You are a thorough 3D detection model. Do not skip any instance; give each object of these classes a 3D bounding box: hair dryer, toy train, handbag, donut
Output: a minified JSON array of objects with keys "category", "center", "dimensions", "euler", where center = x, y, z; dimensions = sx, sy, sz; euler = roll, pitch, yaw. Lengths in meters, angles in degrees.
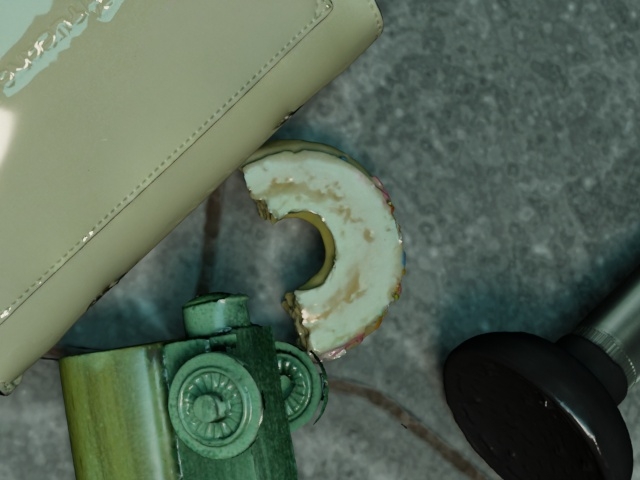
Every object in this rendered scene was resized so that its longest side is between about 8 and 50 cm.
[{"category":"hair dryer","center":[0.297,0.132,0.794],"dimensions":[0.320,0.156,0.284],"euler":[-27,81,-24]},{"category":"toy train","center":[-0.078,0.192,0.710],"dimensions":[0.189,0.126,0.308],"euler":[-12,86,29]},{"category":"handbag","center":[-0.158,-0.106,0.676],"dimensions":[0.358,0.160,0.237],"euler":[-44,111,-8]},{"category":"donut","center":[0.005,0.001,0.772],"dimensions":[0.108,0.065,0.166],"euler":[-18,87,-14]}]
